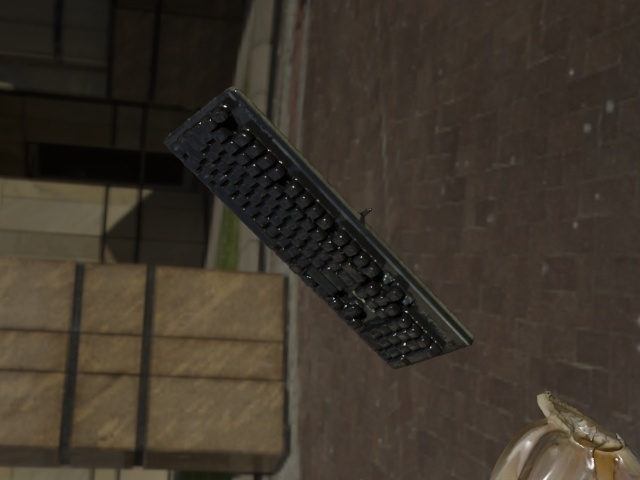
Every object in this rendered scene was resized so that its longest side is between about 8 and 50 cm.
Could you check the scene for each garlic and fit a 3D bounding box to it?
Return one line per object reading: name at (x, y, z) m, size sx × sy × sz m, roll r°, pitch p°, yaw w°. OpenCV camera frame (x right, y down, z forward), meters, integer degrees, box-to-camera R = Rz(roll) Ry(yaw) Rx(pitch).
garlic at (0.184, 0.226, 0.738) m, size 0.194 × 0.127 × 0.131 m, roll -62°, pitch 23°, yaw -7°

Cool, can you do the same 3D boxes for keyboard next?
keyboard at (0.000, 0.000, 0.623) m, size 0.094 × 0.230 × 0.025 m, roll -29°, pitch 21°, yaw 47°
